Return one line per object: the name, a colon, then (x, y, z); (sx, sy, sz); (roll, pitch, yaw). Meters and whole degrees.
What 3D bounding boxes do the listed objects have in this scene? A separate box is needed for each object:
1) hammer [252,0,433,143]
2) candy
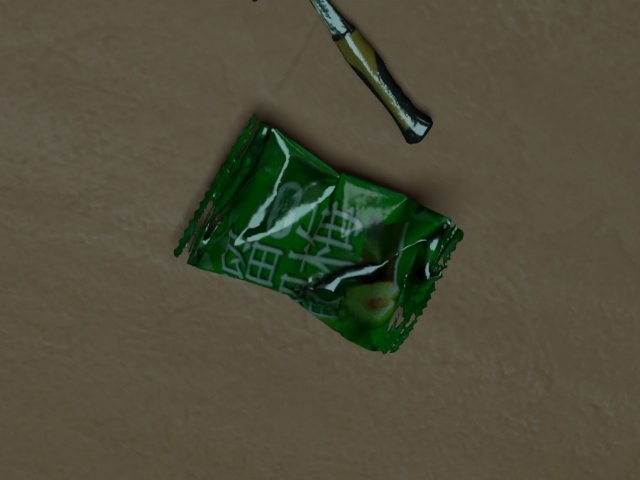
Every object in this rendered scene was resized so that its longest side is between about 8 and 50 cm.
hammer: (0.020, -0.154, 1.479); (0.078, 0.021, 0.201); (-32, 112, 14)
candy: (0.000, 0.000, 1.529); (0.203, 0.078, 0.141); (28, 103, -1)
